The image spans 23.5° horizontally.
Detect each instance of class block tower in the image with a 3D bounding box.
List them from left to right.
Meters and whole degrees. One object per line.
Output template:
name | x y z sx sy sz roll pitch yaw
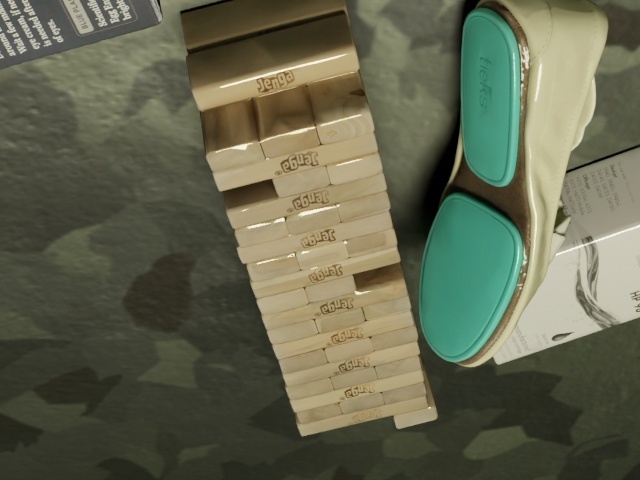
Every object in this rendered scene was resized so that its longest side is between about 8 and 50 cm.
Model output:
block tower | 0.000 0.000 0.925 0.097 0.091 0.335 -14 142 3

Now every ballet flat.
ballet flat | 0.117 -0.034 0.899 0.086 0.086 0.248 -2 127 -13

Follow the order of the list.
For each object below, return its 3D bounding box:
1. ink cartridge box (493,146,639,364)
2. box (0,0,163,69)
ink cartridge box | 0.180 0.006 1.005 0.180 0.060 0.104 -20 141 11
box | -0.158 -0.151 0.633 0.158 0.156 0.093 -15 144 4
